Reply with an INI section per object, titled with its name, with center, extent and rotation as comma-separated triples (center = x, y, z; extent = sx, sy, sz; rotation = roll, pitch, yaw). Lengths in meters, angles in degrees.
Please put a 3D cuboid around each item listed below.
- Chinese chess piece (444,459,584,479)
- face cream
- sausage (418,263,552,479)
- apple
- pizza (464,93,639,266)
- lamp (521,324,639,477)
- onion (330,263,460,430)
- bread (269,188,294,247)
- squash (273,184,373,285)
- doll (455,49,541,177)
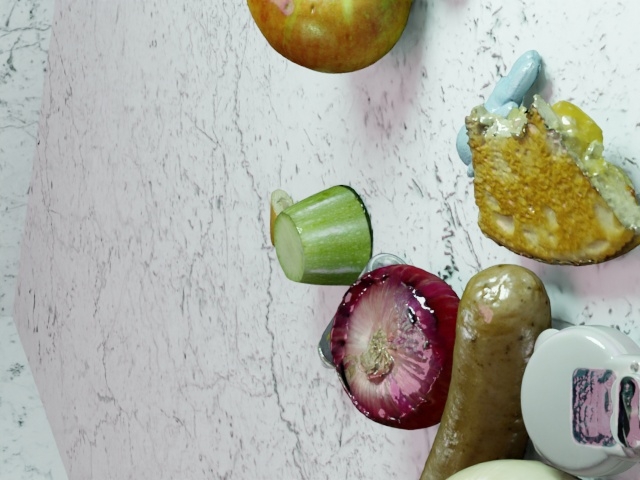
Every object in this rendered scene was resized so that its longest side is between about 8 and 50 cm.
[Chinese chess piece]
center = 0.254, 0.437, 1.747
extent = 0.338, 0.140, 0.338
rotation = 23, 124, 38
[face cream]
center = 0.061, 0.124, 2.234
extent = 0.283, 0.073, 0.073
rotation = -60, 44, 51
[sausage]
center = 0.216, 0.249, 1.881
extent = 0.123, 0.136, 0.501
rotation = -109, 24, -54
[apple]
center = 0.011, -0.360, 2.044
extent = 0.226, 0.246, 0.246
rotation = 98, 159, -72
[pizza]
center = 0.280, -0.077, 1.707
extent = 0.323, 0.089, 0.223
rotation = 0, 115, 63
[lamp]
center = 0.339, 0.189, 1.647
extent = 0.246, 0.108, 0.180
rotation = 0, 92, 56
[onion]
center = 0.126, 0.150, 2.015
extent = 0.248, 0.161, 0.248
rotation = 27, 124, 48
[bread]
center = -0.064, -0.034, 2.482
extent = 0.062, 0.049, 0.103
rotation = 30, 124, 59
[squash]
center = 0.000, 0.000, 2.293
extent = 0.170, 0.122, 0.170
rotation = 39, 135, 53
[doll]
center = 0.244, -0.161, 1.824
extent = 0.180, 0.075, 0.120
rotation = -50, 9, 31
